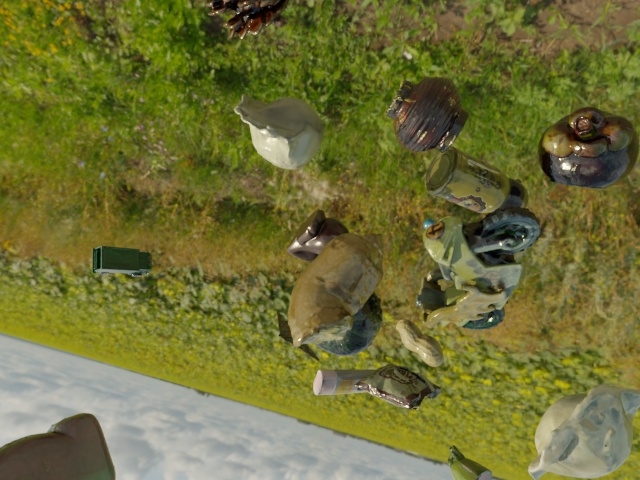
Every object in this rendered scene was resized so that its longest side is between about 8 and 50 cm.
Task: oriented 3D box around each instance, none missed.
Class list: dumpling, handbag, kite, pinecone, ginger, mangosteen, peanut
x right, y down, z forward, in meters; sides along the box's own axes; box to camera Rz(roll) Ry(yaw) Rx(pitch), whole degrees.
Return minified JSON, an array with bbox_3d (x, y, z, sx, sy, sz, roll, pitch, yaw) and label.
[{"bbox_3d":[-0.087,-0.242,1.016,0.193,0.147,0.258,38,-160,13],"label":"dumpling"},{"bbox_3d":[0.277,0.509,1.693,0.235,0.127,0.213,9,-169,44],"label":"handbag"},{"bbox_3d":[-0.080,0.310,1.521,0.241,0.014,0.183,44,-169,19],"label":"kite"},{"bbox_3d":[-0.133,-0.481,0.850,0.185,0.169,0.212,41,149,53],"label":"pinecone"},{"bbox_3d":[0.029,0.091,0.905,0.152,0.267,0.138,12,154,40],"label":"ginger"},{"bbox_3d":[0.782,-0.272,1.417,0.288,0.233,0.287,11,-162,-4],"label":"mangosteen"},{"bbox_3d":[0.412,0.307,0.763,0.151,0.228,0.124,24,-162,-37],"label":"dumpling"},{"bbox_3d":[0.320,0.328,1.544,0.187,0.082,0.082,38,170,28],"label":"peanut"}]

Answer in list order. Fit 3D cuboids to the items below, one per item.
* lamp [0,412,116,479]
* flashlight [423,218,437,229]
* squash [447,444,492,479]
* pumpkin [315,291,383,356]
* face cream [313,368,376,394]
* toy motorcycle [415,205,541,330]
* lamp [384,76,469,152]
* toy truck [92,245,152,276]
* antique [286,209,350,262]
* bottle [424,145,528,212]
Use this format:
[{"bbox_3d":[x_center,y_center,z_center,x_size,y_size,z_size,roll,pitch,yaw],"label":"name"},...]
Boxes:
[{"bbox_3d":[-0.384,0.371,0.603,0.301,0.247,0.247,-38,162,32],"label":"lamp"},{"bbox_3d":[0.474,-0.069,2.028,0.051,0.051,0.129,4,-175,28],"label":"flashlight"},{"bbox_3d":[0.396,0.642,1.340,0.105,0.105,0.132,36,178,-43],"label":"squash"},{"bbox_3d":[0.054,0.174,1.117,0.190,0.190,0.146,5,-160,27],"label":"pumpkin"},{"bbox_3d":[0.108,0.529,1.797,0.269,0.107,0.073,6,-156,-23],"label":"face cream"},{"bbox_3d":[0.346,0.078,1.116,0.237,0.168,0.410,5,135,8],"label":"toy motorcycle"},{"bbox_3d":[0.314,-0.378,1.440,0.247,0.246,0.247,14,159,5],"label":"lamp"},{"bbox_3d":[-0.504,0.054,1.223,0.079,0.065,0.147,-14,165,38],"label":"toy truck"},{"bbox_3d":[0.000,0.000,1.417,0.143,0.121,0.257,33,157,-11],"label":"antique"},{"bbox_3d":[0.545,-0.178,1.620,0.351,0.171,0.171,19,159,-17],"label":"bottle"}]
